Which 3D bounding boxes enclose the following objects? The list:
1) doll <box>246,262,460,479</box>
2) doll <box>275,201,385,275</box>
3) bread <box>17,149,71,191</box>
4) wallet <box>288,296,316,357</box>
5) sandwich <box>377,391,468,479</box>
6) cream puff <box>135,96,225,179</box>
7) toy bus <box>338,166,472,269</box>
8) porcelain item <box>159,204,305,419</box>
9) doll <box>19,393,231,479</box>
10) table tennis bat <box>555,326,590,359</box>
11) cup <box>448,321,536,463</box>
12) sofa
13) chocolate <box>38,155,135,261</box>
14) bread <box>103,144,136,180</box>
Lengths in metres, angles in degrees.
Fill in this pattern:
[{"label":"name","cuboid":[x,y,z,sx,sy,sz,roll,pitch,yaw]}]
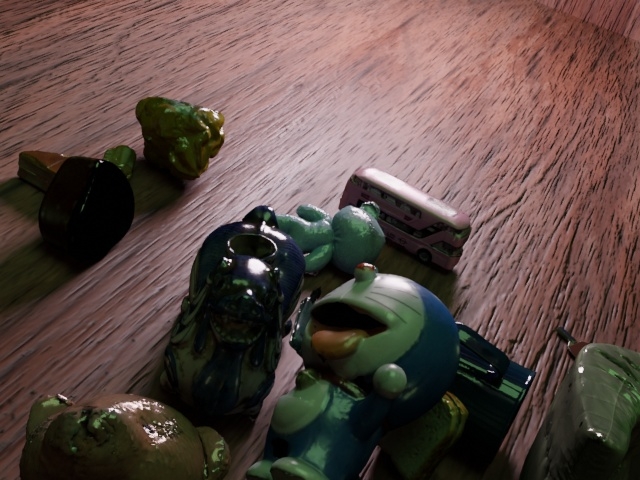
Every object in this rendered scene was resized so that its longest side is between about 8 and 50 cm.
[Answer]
[{"label":"doll","cuboid":[0.025,0.145,0.883,0.161,0.215,0.257,47,59,-16]},{"label":"doll","cuboid":[0.001,0.002,1.251,0.179,0.075,0.120,0,70,8]},{"label":"bread","cuboid":[-0.360,-0.091,1.224,0.109,0.043,0.062,30,35,20]},{"label":"wallet","cuboid":[0.020,0.130,1.036,0.129,0.026,0.088,42,31,-17]},{"label":"sandwich","cuboid":[0.105,0.197,0.955,0.035,0.105,0.093,14,29,-51]},{"label":"cream puff","cuboid":[-0.212,-0.152,1.340,0.146,0.116,0.146,10,3,0]},{"label":"toy bus","cuboid":[0.126,-0.036,1.336,0.203,0.090,0.063,29,33,16]},{"label":"porcelain item","cuboid":[-0.092,0.061,0.992,0.137,0.186,0.288,15,31,-1]},{"label":"doll","cuboid":[-0.196,0.227,0.709,0.201,0.156,0.303,5,32,6]},{"label":"table tennis bat","cuboid":[0.362,0.150,1.244,0.050,0.007,0.083,-9,43,-35]},{"label":"cup","cuboid":[0.163,0.154,1.009,0.138,0.150,0.113,26,24,17]},{"label":"sofa","cuboid":[0.333,0.242,0.903,0.225,0.210,0.176,19,30,1]},{"label":"chocolate","cuboid":[-0.307,-0.046,1.125,0.080,0.125,0.149,9,33,17]},{"label":"bread","cuboid":[-0.295,-0.110,1.295,0.049,0.034,0.088,-2,30,-5]}]
